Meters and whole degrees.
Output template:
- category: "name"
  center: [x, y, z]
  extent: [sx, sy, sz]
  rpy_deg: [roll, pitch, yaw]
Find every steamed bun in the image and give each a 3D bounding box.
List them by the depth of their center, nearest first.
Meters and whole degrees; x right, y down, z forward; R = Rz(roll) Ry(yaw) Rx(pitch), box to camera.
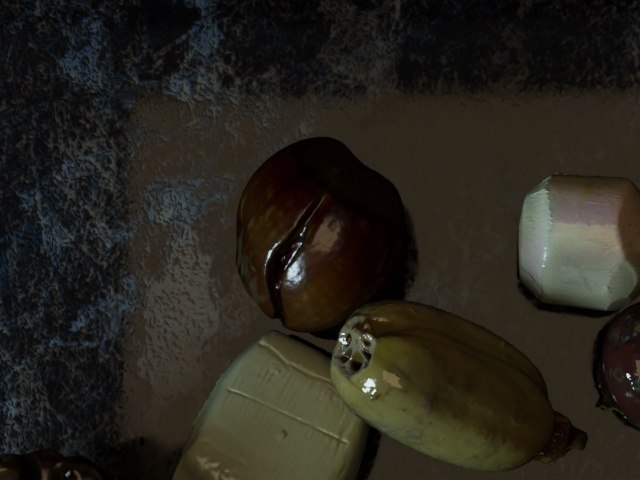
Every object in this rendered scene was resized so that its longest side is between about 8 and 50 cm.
- category: "steamed bun"
  center: [-0.052, 0.249, 1.566]
  extent: [0.200, 0.155, 0.250]
  rpy_deg: [29, 62, 9]

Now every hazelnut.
- category: "hazelnut"
  center: [0.000, 0.000, 1.577]
  extent: [0.218, 0.234, 0.218]
  rpy_deg: [-7, 125, -10]

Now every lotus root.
- category: "lotus root"
  center: [0.164, 0.182, 1.529]
  extent: [0.342, 0.169, 0.151]
  rpy_deg: [27, 122, -25]

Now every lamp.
- category: "lamp"
  center: [0.389, 0.149, 1.541]
  extent: [0.156, 0.135, 0.157]
  rpy_deg: [41, 62, -21]

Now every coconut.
- category: "coconut"
  center: [0.325, -0.001, 1.550]
  extent: [0.182, 0.171, 0.171]
  rpy_deg: [4, 84, 8]

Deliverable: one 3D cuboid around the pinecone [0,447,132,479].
- category: "pinecone"
  center: [-0.318, 0.401, 1.496]
  extent: [0.384, 0.384, 0.385]
  rpy_deg: [-1, 83, 8]
